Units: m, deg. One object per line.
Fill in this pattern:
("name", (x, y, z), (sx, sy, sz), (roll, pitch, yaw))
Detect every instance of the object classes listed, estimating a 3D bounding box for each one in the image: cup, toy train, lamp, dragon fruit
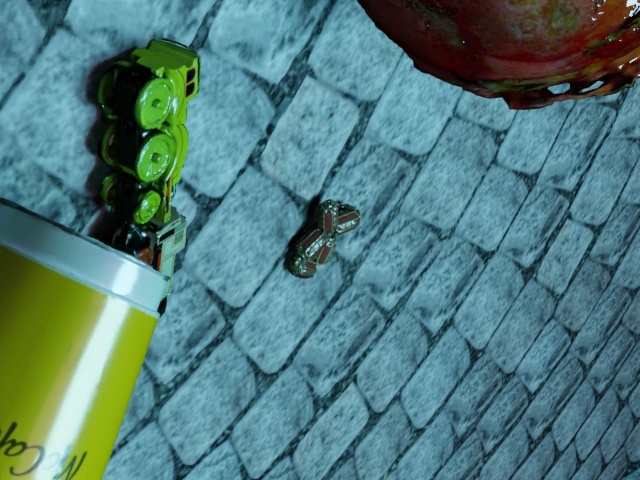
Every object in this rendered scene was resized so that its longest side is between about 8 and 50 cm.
("cup", (-0.218, 0.123, 0.954), (0.279, 0.196, 0.196), (-64, 151, -5))
("toy train", (-0.134, -0.028, 1.067), (0.085, 0.053, 0.249), (-36, 144, -45))
("lamp", (0.000, 0.000, 1.325), (0.083, 0.031, 0.063), (-59, 150, 8))
("dragon fruit", (0.150, -0.259, 1.047), (0.295, 0.296, 0.301), (-41, 150, -30))
